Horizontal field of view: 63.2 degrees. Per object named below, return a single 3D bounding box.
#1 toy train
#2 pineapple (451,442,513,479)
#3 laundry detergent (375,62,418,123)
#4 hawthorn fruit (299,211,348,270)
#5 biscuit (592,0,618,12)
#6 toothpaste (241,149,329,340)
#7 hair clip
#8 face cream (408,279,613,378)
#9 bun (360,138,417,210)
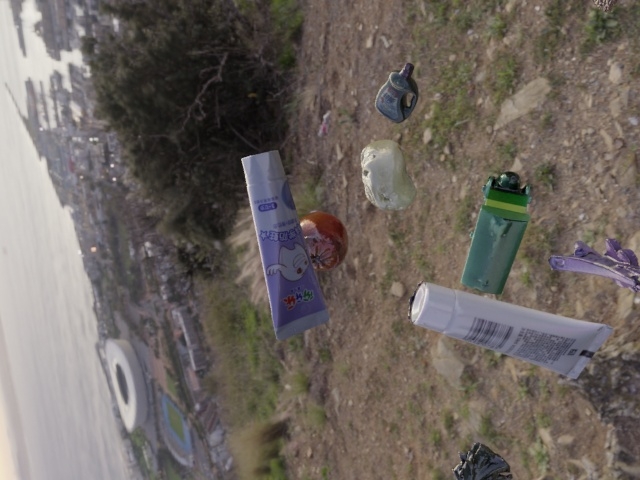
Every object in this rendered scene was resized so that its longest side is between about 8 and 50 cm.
[{"bbox_3d":[0.442,-0.019,1.311,0.120,0.202,0.300,15,136,15],"label":"toy train"},{"bbox_3d":[0.234,0.512,0.934,0.310,0.170,0.141,-58,9,-7],"label":"pineapple"},{"bbox_3d":[0.289,-0.531,1.859,0.144,0.078,0.221,39,144,6],"label":"laundry detergent"},{"bbox_3d":[0.000,0.000,1.499,0.173,0.173,0.172,21,117,51],"label":"hawthorn fruit"},{"bbox_3d":[0.701,-0.705,1.333,0.230,0.025,0.131,62,154,26],"label":"biscuit"},{"bbox_3d":[-0.076,0.008,1.050,0.080,0.125,0.371,5,110,62],"label":"toothpaste"},{"bbox_3d":[0.703,0.055,1.290,0.278,0.090,0.137,21,132,65],"label":"hair clip"},{"bbox_3d":[0.235,0.111,0.659,0.058,0.244,0.092,-78,6,-60],"label":"face cream"},{"bbox_3d":[0.189,-0.182,1.522,0.229,0.145,0.229,60,180,1],"label":"bun"}]
